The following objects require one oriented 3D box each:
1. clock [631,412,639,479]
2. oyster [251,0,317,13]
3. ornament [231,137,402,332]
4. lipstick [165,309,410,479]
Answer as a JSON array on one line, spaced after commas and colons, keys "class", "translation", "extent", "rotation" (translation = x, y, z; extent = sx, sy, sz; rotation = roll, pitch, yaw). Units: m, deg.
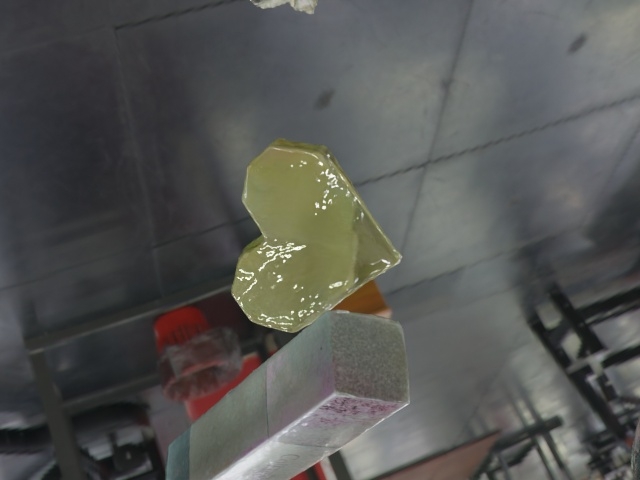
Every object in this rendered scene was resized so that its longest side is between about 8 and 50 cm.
[{"class": "clock", "translation": [0.292, 0.138, 0.518], "extent": [0.226, 0.226, 0.049], "rotation": [-34, 171, 17]}, {"class": "oyster", "translation": [-0.025, -0.328, 0.978], "extent": [0.106, 0.061, 0.200], "rotation": [17, 129, -17]}, {"class": "ornament", "translation": [0.000, 0.000, 0.998], "extent": [0.180, 0.201, 0.059], "rotation": [11, -166, 7]}, {"class": "lipstick", "translation": [-0.041, 0.152, 0.748], "extent": [0.066, 0.068, 0.317], "rotation": [13, 146, -25]}]
